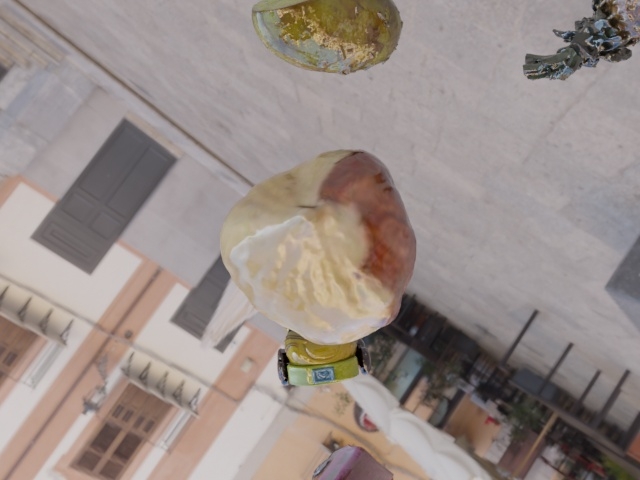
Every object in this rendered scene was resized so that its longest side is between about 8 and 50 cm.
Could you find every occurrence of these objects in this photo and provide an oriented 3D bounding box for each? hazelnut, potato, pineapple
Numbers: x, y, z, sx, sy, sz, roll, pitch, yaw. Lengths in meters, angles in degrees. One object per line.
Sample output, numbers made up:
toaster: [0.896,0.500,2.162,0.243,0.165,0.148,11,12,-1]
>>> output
hazelnut: [0.000,0.000,0.850,0.261,0.261,0.241,34,180,3]
potato: [0.018,-0.394,1.191,0.298,0.176,0.141,-6,-156,-30]
pineapple: [0.474,-0.357,1.071,0.141,0.170,0.310,52,134,-4]

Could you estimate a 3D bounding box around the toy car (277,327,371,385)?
toy car: [0.000,0.221,1.424,0.201,0.142,0.248,-8,-175,-4]

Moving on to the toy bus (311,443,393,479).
toy bus: [0.012,0.528,1.231,0.127,0.303,0.147,47,135,1]
